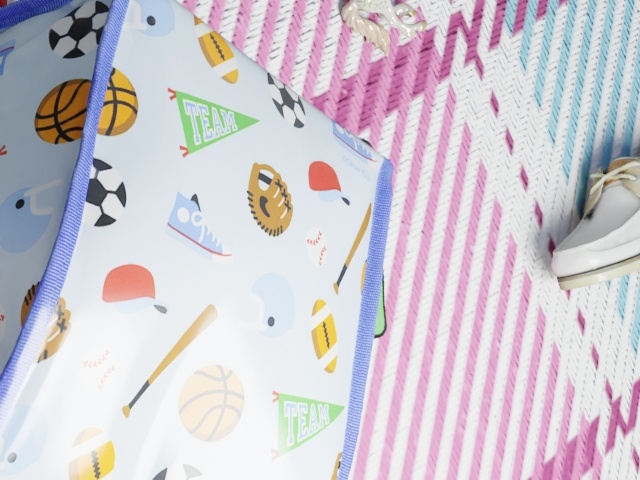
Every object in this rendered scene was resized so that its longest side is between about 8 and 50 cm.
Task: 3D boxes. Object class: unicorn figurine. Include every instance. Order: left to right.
[{"bbox_3d":[0.065,-0.266,1.678,0.111,0.060,0.162,23,76,-26],"label":"unicorn figurine"}]

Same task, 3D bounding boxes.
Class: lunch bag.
[{"bbox_3d":[-0.136,0.063,1.242,0.328,0.239,0.386,31,54,-41],"label":"lunch bag"}]

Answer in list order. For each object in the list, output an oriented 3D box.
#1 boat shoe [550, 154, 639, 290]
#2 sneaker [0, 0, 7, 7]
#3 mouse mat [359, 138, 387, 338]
[{"bbox_3d":[0.323,-0.035,1.853,0.302,0.113,0.103,-30,103,-50],"label":"boat shoe"},{"bbox_3d":[-0.248,-0.199,1.385,0.128,0.087,0.221,-17,97,-40],"label":"sneaker"},{"bbox_3d":[0.000,0.000,1.629,0.152,0.007,0.190,-1,87,-41],"label":"mouse mat"}]
